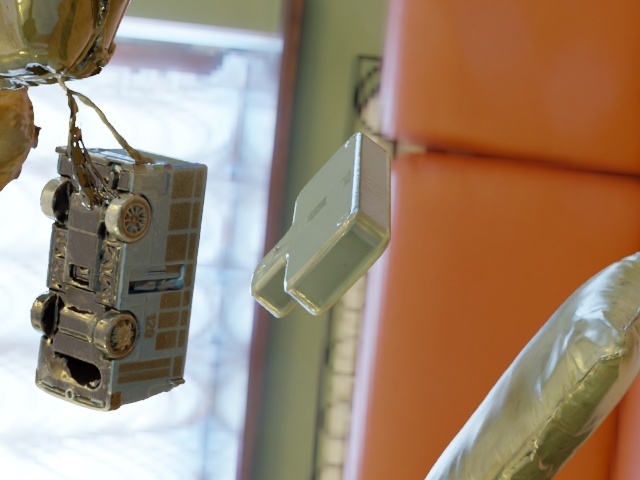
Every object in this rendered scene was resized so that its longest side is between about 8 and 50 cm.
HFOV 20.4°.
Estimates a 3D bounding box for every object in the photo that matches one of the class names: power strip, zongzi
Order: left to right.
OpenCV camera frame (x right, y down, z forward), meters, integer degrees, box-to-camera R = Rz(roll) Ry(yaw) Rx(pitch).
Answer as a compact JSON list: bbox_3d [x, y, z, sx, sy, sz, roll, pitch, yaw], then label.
[{"bbox_3d":[-0.254,-0.280,1.363,0.418,0.181,0.447,43,-130,-63],"label":"zongzi"},{"bbox_3d":[0.001,0.000,1.963,0.193,0.059,0.265,-46,15,20],"label":"power strip"}]

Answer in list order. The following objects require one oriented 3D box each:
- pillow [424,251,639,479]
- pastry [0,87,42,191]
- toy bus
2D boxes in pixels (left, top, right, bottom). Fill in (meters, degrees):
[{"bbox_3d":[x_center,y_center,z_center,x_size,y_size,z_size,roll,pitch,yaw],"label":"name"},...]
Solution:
[{"bbox_3d":[0.150,0.130,1.272,0.302,0.075,0.185,-54,-4,31],"label":"pillow"},{"bbox_3d":[-0.384,-0.124,1.696,0.229,0.218,0.100,-29,20,31],"label":"pastry"},{"bbox_3d":[-0.185,0.033,1.667,0.116,0.133,0.234,14,102,37],"label":"toy bus"}]
